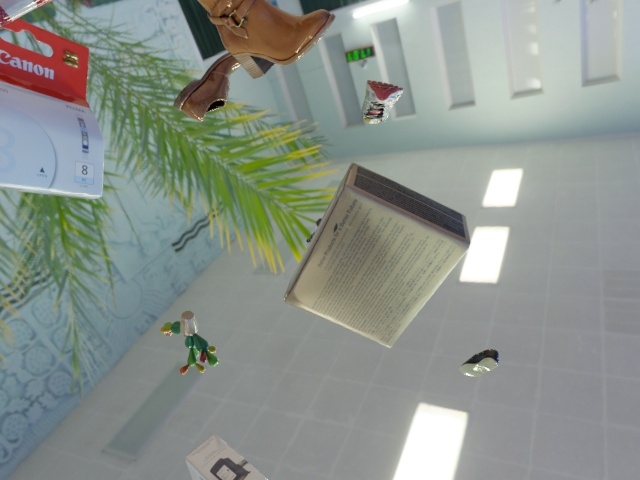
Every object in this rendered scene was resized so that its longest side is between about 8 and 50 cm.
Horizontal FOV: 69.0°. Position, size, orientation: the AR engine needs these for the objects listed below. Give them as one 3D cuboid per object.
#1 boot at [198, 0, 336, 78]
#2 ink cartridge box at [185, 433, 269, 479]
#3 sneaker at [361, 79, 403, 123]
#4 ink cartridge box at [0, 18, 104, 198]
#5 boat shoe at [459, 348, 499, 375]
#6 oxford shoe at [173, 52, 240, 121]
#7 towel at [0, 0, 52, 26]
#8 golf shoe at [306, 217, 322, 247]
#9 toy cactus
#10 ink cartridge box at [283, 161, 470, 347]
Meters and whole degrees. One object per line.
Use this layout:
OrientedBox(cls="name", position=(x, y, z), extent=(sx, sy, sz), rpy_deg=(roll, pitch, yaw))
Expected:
OrientedBox(cls="boot", position=(-0.087, -0.330, 0.676), extent=(0.197, 0.152, 0.073), rpy_deg=(-10, -139, 40))
OrientedBox(cls="ink cartridge box", position=(-0.213, 0.624, 1.151), extent=(0.237, 0.172, 0.100), rpy_deg=(18, -143, 41))
OrientedBox(cls="sneaker", position=(0.144, -0.328, 1.124), extent=(0.087, 0.093, 0.225), rpy_deg=(13, -170, 3))
OrientedBox(cls="ink cartridge box", position=(-0.636, -0.300, 1.035), extent=(0.091, 0.386, 0.308), rpy_deg=(2, 179, 29))
OrientedBox(cls="boat shoe", position=(0.423, 0.327, 1.240), extent=(0.042, 0.048, 0.133), rpy_deg=(-55, -176, -39))
OrientedBox(cls="oxford shoe", position=(-0.222, -0.327, 0.995), extent=(0.076, 0.076, 0.212), rpy_deg=(-36, -160, 57))
OrientedBox(cls="towel", position=(-0.243, -0.367, 0.476), extent=(0.237, 0.037, 0.329), rpy_deg=(42, -105, 16))
OrientedBox(cls="golf shoe", position=(0.000, 0.000, 1.413), extent=(0.093, 0.198, 0.077), rpy_deg=(-34, -111, -3))
OrientedBox(cls="toy cactus", position=(-0.383, 0.278, 1.333), extent=(0.112, 0.181, 0.219), rpy_deg=(-27, -131, -35))
OrientedBox(cls="ink cartridge box", position=(0.078, 0.029, 0.705), extent=(0.193, 0.235, 0.088), rpy_deg=(26, -145, -5))
